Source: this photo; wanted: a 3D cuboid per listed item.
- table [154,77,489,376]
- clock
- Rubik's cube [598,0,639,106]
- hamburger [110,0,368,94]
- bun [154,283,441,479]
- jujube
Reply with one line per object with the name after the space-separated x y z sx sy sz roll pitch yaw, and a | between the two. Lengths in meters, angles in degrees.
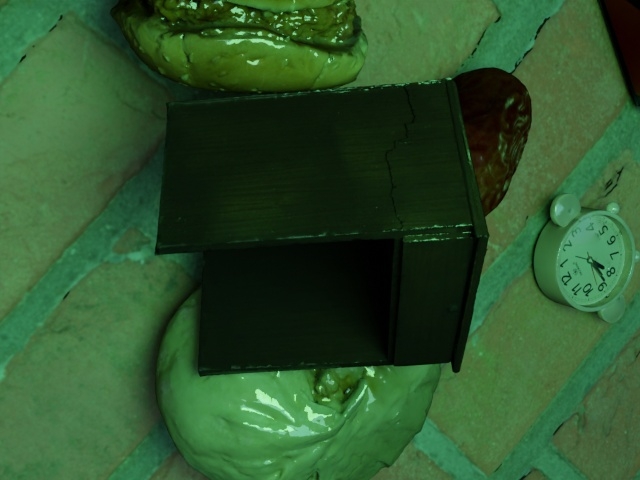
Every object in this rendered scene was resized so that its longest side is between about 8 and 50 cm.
0.000 0.000 0.850 0.282 0.196 0.250 -3 145 0 | table
0.393 0.025 1.258 0.156 0.063 0.229 -39 113 -16 | clock
0.571 -0.340 1.173 0.250 0.248 0.246 -31 110 -17 | Rubik's cube
-0.088 -0.232 0.890 0.260 0.283 0.144 0 113 -14 | hamburger
-0.017 0.170 1.024 0.361 0.213 0.360 -3 97 -22 | bun
0.166 -0.117 1.075 0.190 0.190 0.255 48 66 -22 | jujube
